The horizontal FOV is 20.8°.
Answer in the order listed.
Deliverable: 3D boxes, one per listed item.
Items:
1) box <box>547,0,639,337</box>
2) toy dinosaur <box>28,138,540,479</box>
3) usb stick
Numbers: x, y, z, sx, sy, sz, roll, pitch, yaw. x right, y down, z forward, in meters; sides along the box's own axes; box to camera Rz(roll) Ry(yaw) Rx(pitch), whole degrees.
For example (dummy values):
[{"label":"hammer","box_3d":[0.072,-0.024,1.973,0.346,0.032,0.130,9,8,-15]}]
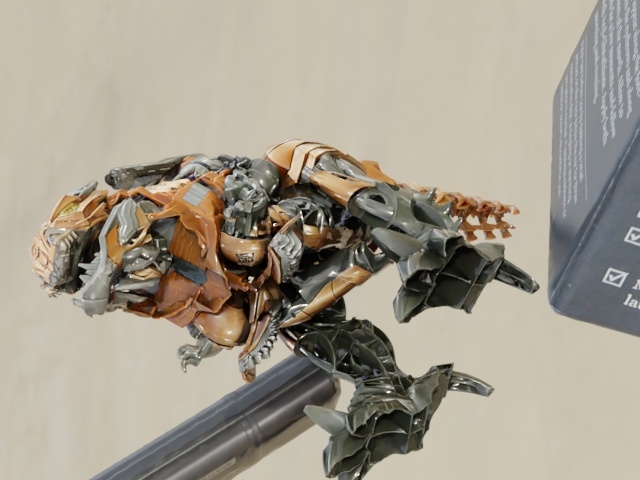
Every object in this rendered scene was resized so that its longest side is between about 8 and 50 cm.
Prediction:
[{"label":"box","box_3d":[0.326,-0.122,0.937,0.212,0.293,0.395,-80,9,-49]},{"label":"toy dinosaur","box_3d":[0.000,0.000,1.003,0.218,0.322,0.164,41,146,36]},{"label":"usb stick","box_3d":[-0.103,0.160,1.193,0.045,0.278,0.077,51,158,21]}]
